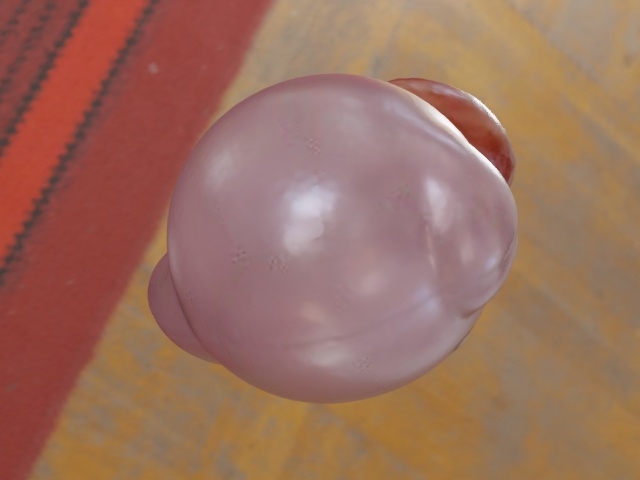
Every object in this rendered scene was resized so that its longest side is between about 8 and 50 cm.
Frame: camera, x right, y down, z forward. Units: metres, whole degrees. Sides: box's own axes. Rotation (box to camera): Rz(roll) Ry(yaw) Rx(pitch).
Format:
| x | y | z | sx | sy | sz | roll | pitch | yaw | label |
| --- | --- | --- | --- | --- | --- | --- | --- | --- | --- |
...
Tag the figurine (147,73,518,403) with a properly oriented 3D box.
| x | y | z | sx | sy | sz | roll | pitch | yaw | label |
| --- | --- | --- | --- | --- | --- | --- | --- | --- | --- |
| 0.000 | 0.000 | 0.385 | 0.067 | 0.083 | 0.071 | 53 | 19 | -29 | figurine |
